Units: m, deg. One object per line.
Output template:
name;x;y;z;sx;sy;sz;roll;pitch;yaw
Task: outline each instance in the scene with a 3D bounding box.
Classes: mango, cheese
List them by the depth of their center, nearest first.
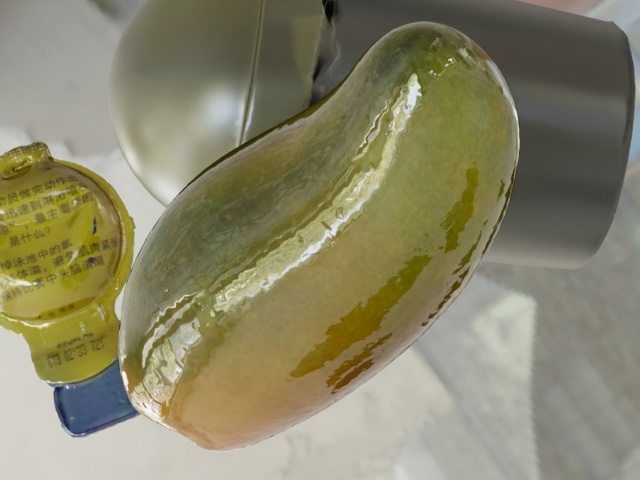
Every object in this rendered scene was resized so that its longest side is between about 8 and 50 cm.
mango;0.003;0.005;0.918;0.289;0.146;0.129;-36;-171;32
cheese;-0.219;0.040;1.440;0.156;0.250;0.064;-20;169;-2

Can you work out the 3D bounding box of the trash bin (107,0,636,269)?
trash bin;0.025;-0.090;1.161;0.333;0.214;0.214;6;165;-9
